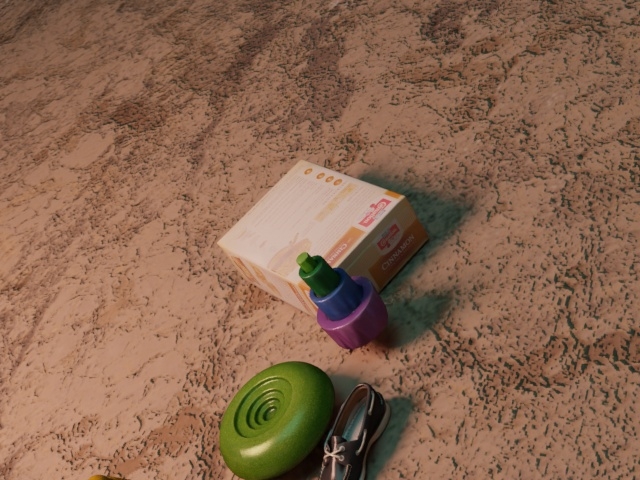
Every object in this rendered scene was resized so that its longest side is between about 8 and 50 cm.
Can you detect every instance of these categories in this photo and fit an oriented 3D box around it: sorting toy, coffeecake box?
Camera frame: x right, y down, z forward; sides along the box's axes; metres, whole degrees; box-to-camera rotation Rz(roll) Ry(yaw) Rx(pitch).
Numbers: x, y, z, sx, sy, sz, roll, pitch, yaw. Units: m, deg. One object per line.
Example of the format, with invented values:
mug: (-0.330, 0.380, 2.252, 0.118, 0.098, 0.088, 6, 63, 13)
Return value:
sorting toy: (-0.086, 0.154, 0.986, 0.365, 0.126, 0.127, -51, 33, -14)
coffeecake box: (0.000, 0.000, 1.168, 0.142, 0.068, 0.185, -46, 37, -16)

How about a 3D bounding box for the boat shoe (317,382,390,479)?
boat shoe: (0.023, 0.184, 0.962, 0.046, 0.038, 0.125, 2, 48, 42)
